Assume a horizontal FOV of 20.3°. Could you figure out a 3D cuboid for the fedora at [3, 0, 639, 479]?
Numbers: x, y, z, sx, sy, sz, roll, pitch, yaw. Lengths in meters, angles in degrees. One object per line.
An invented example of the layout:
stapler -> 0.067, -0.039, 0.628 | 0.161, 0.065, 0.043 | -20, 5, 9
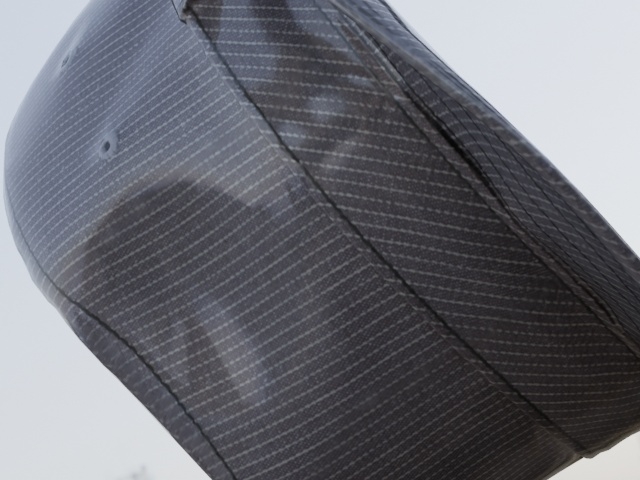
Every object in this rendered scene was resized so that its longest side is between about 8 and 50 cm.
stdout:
fedora -> 0.000, 0.000, 0.514 | 0.124, 0.275, 0.244 | -42, -42, 6
